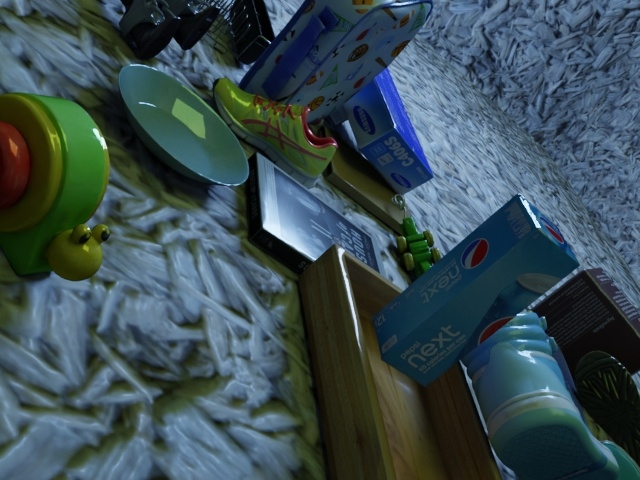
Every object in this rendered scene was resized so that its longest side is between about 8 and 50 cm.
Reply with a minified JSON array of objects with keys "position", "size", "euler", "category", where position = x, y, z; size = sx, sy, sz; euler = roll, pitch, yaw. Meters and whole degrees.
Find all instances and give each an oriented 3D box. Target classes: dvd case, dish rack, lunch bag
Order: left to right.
[{"position":[-0.204,-0.418,1.356],"size":[0.272,0.074,0.208],"euler":[32,26,-33],"category":"dish rack"},{"position":[0.000,0.000,1.081],"size":[0.239,0.029,0.179],"euler":[34,26,-28],"category":"dvd case"},{"position":[0.020,-0.300,1.237],"size":[0.115,0.303,0.243],"euler":[53,38,10],"category":"lunch bag"}]

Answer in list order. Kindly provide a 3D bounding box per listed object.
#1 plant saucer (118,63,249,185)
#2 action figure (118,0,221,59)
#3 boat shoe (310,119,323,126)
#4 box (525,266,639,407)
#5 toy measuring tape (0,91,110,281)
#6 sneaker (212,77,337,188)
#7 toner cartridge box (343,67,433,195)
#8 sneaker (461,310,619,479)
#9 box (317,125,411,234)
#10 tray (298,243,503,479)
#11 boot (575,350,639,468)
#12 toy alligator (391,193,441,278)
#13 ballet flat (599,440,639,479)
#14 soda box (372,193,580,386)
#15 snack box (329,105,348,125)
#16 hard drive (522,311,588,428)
[{"position":[-0.170,-0.128,0.973],"size":[0.195,0.037,0.195],"euler":[39,24,-21],"category":"plant saucer"},{"position":[-0.277,-0.381,1.131],"size":[0.285,0.099,0.185],"euler":[48,30,12],"category":"action figure"},{"position":[-0.029,-0.256,1.437],"size":[0.043,0.049,0.137],"euler":[28,31,-46],"category":"boat shoe"},{"position":[0.515,0.178,1.540],"size":[0.203,0.167,0.168],"euler":[55,23,19],"category":"box"},{"position":[-0.264,-0.109,0.667],"size":[0.330,0.121,0.121],"euler":[54,23,16],"category":"toy measuring tape"},{"position":[-0.062,-0.173,1.172],"size":[0.208,0.094,0.081],"euler":[38,25,-18],"category":"sneaker"},{"position":[0.095,-0.261,1.494],"size":[0.165,0.075,0.347],"euler":[41,25,-46],"category":"toner cartridge box"},{"position":[0.263,0.197,1.000],"size":[0.319,0.127,0.208],"euler":[57,14,-49],"category":"sneaker"},{"position":[0.079,-0.099,1.404],"size":[0.201,0.021,0.164],"euler":[36,25,-27],"category":"box"},{"position":[0.091,0.196,0.856],"size":[0.203,0.076,0.410],"euler":[34,24,-29],"category":"tray"},{"position":[0.532,0.321,1.389],"size":[0.269,0.089,0.236],"euler":[35,28,-58],"category":"boot"},{"position":[0.152,0.005,1.323],"size":[0.051,0.056,0.189],"euler":[84,-8,-47],"category":"toy alligator"},{"position":[0.476,0.415,1.221],"size":[0.073,0.080,0.232],"euler":[66,-2,-60],"category":"ballet flat"},{"position":[0.153,0.054,0.830],"size":[0.071,0.210,0.067],"euler":[35,25,-27],"category":"soda box"},{"position":[0.003,-0.290,1.490],"size":[0.141,0.037,0.100],"euler":[60,4,-28],"category":"snack box"},{"position":[0.349,0.210,1.332],"size":[0.172,0.054,0.254],"euler":[41,23,-15],"category":"hard drive"}]
